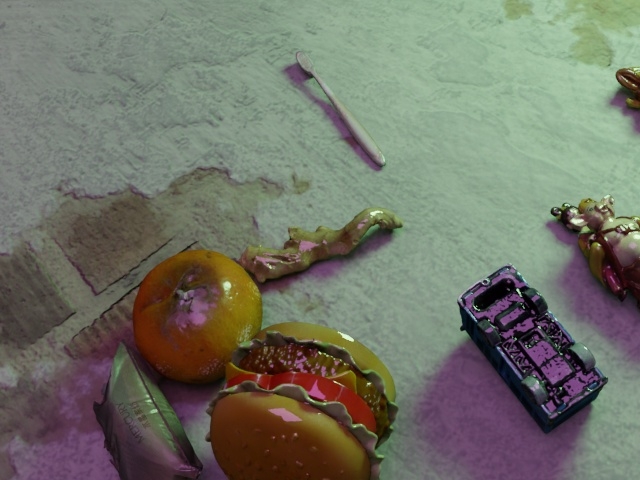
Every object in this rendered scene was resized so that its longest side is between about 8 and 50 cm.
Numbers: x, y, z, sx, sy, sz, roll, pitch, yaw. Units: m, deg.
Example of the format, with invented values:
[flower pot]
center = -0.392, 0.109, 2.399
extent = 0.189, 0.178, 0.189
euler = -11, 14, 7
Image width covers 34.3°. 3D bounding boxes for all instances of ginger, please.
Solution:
[ginger]
center = 0.000, 0.000, 1.772
extent = 0.288, 0.075, 0.089
euler = -21, 55, 3

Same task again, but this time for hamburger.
[hamburger]
center = -0.032, 0.271, 1.495
extent = 0.274, 0.274, 0.212
euler = 8, 42, 15

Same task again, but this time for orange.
[orange]
center = -0.204, 0.118, 1.680
extent = 0.224, 0.170, 0.224
euler = -4, 60, 6

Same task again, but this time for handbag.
[handbag]
center = -0.277, 0.307, 1.611
extent = 0.117, 0.182, 0.270
euler = -3, 46, -43

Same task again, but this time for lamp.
[lamp]
center = 0.472, 0.003, 1.655
extent = 0.118, 0.118, 0.253
euler = -33, 62, -9

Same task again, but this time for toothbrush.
[toothbrush]
center = 0.037, -0.245, 1.925
extent = 0.025, 0.029, 0.307
euler = -36, 63, 2

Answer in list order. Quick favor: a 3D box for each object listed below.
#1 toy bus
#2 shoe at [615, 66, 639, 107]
[toy bus]
center = 0.315, 0.165, 1.580
extent = 0.116, 0.133, 0.234
euler = -33, 66, -7
[shoe]
center = 0.564, -0.264, 1.812
extent = 0.069, 0.072, 0.109
euler = -2, 57, -36
